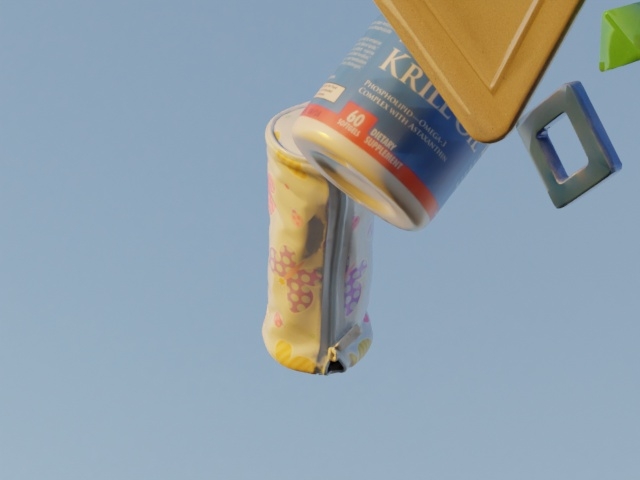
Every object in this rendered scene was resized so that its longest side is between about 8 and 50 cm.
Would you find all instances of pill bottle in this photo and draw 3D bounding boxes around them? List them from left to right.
[{"bbox_3d":[0.090,-0.127,1.378,0.124,0.221,0.124,36,-8,6],"label":"pill bottle"}]

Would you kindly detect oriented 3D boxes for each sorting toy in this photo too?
[{"bbox_3d":[0.105,-0.188,1.187,0.348,0.047,0.196,57,-35,22],"label":"sorting toy"}]

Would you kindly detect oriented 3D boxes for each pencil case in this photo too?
[{"bbox_3d":[0.000,0.000,1.854,0.113,0.124,0.273,1,-57,-1],"label":"pencil case"}]
